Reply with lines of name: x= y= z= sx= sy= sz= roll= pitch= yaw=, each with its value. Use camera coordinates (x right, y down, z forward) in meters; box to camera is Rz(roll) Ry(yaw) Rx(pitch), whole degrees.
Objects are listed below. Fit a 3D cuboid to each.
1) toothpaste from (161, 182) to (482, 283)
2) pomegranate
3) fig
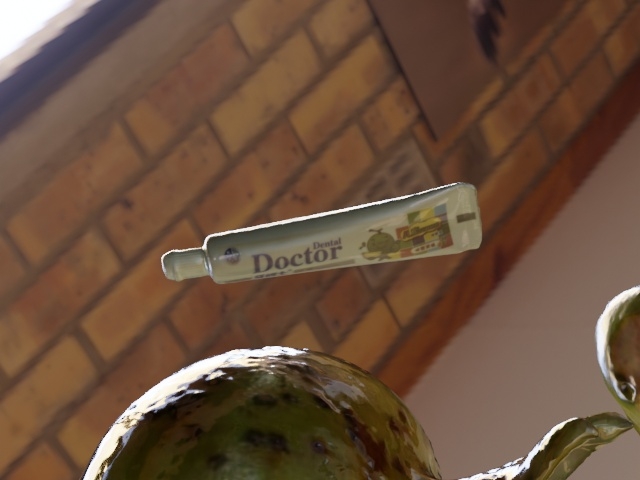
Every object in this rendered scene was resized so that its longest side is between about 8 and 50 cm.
toothpaste: x=0.000 y=0.000 z=1.227 sx=0.255 sy=0.067 sz=0.037 roll=-9 pitch=-143 yaw=5
pomegranate: x=0.002 y=0.101 z=0.549 sx=0.220 sy=0.156 sz=0.156 roll=-29 pitch=-156 yaw=31
fig: x=0.415 y=0.176 z=1.739 sx=0.206 sy=0.275 sz=0.206 roll=-13 pitch=-177 yaw=1
